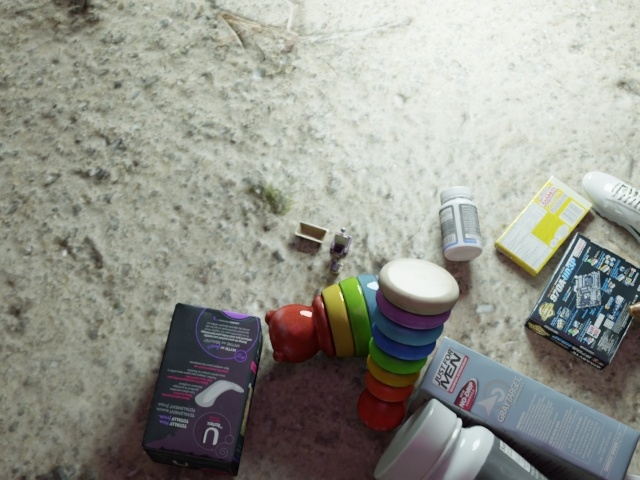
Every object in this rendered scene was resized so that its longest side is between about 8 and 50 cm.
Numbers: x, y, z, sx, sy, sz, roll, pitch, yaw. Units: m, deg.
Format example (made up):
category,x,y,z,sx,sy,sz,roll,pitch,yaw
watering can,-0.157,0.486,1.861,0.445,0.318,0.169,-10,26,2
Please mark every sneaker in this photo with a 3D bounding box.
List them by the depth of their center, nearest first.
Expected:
category,x,y,z,sx,sy,sz,roll,pitch,yaw
sneaker,0.640,-0.072,2.042,0.235,0.095,0.090,38,71,14

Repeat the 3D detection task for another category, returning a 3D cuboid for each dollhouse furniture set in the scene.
category,x,y,z,sx,sy,sz,roll,pitch,yaw
dollhouse furniture set,0.000,0.000,1.979,0.114,0.081,0.091,18,67,5

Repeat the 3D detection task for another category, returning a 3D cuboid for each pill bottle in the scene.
category,x,y,z,sx,sy,sz,roll,pitch,yaw
pill bottle,0.281,0.447,1.705,0.361,0.204,0.204,38,69,1
pill bottle,0.279,-0.034,2.012,0.078,0.078,0.137,-2,67,-4

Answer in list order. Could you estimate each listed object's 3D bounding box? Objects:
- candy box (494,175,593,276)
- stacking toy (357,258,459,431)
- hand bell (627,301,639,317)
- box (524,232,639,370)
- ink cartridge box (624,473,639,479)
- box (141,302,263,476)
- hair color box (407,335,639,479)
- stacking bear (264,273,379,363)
category,x,y,z,sx,sy,sz,roll,pitch,yaw
candy box,0.456,-0.030,2.048,0.105,0.027,0.206,38,69,15
stacking toy,0.140,0.201,1.771,0.141,0.330,0.141,9,31,-5
hand bell,0.714,0.127,1.942,0.242,0.126,0.126,-6,67,-5
box,0.530,0.118,1.975,0.175,0.051,0.220,30,69,9
ink cartridge box,0.615,0.515,1.787,0.217,0.092,0.159,10,66,3
box,-0.207,0.271,1.815,0.165,0.143,0.270,10,67,3
hair color box,0.356,0.324,1.802,0.374,0.185,0.114,25,69,8
stacking bear,0.043,0.152,1.882,0.288,0.164,0.175,-14,68,-4
